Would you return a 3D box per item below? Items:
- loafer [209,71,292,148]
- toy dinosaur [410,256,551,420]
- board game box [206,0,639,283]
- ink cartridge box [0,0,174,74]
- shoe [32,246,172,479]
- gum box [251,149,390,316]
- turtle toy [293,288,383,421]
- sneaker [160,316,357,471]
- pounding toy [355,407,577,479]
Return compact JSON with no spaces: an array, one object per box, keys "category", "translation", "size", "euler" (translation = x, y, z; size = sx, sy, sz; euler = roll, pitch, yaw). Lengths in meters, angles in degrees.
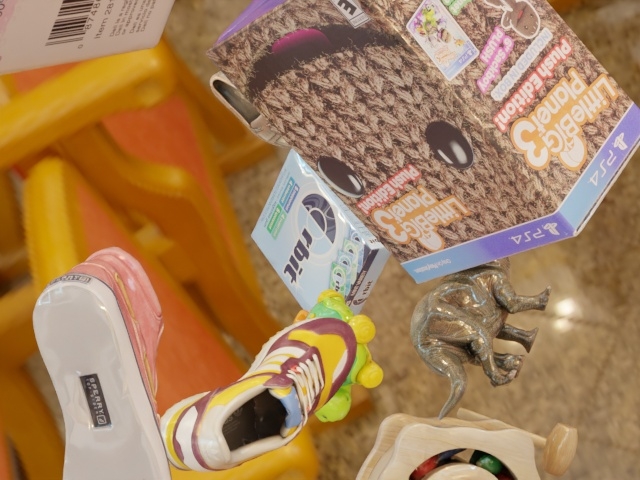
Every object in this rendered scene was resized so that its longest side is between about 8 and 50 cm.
[{"category":"loafer","translation":[-0.075,-0.144,1.862],"size":[0.125,0.039,0.045],"euler":[38,103,2]},{"category":"toy dinosaur","translation":[0.174,0.098,1.973],"size":[0.160,0.121,0.313],"euler":[23,58,12]},{"category":"board game box","translation":[0.088,-0.129,1.412],"size":[0.141,0.291,0.232],"euler":[-51,16,-29]},{"category":"ink cartridge box","translation":[-0.172,-0.187,0.793],"size":[0.117,0.201,0.278],"euler":[37,30,22]},{"category":"shoe","translation":[-0.112,0.094,0.937],"size":[0.063,0.178,0.081],"euler":[-7,15,15]},{"category":"gum box","translation":[0.000,0.000,2.017],"size":[0.041,0.157,0.184],"euler":[-9,49,-37]},{"category":"turtle toy","translation":[0.012,0.113,1.589],"size":[0.066,0.130,0.095],"euler":[-18,25,-18]},{"category":"sneaker","translation":[-0.026,0.114,1.207],"size":[0.185,0.069,0.084],"euler":[-34,18,-33]},{"category":"pounding toy","translation":[0.169,0.284,1.953],"size":[0.155,0.269,0.154],"euler":[-166,82,-73]}]
